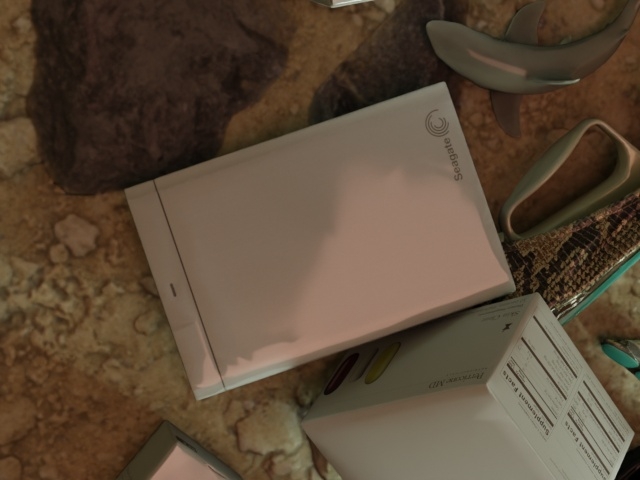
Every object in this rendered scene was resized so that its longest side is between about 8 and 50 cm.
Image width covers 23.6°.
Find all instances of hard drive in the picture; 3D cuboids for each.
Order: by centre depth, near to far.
[{"bbox_3d":[0.000,0.000,1.595,0.353,0.047,0.233,-19,90,-3],"label":"hard drive"}]

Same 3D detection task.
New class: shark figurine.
[{"bbox_3d":[0.270,-0.204,1.637,0.278,0.116,0.166,-23,109,-6],"label":"shark figurine"}]

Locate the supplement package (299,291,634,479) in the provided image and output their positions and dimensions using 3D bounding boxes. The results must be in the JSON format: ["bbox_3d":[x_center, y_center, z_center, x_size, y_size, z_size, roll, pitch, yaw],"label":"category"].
[{"bbox_3d":[0.152,0.197,1.607,0.204,0.262,0.145,53,45,-19],"label":"supplement package"}]

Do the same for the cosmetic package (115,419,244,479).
[{"bbox_3d":[-0.191,0.323,1.657,0.117,0.085,0.231,41,89,-20],"label":"cosmetic package"}]

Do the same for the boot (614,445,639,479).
[{"bbox_3d":[0.350,0.404,1.724,0.131,0.260,0.348,32,93,-19],"label":"boot"}]

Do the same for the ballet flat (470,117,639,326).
[{"bbox_3d":[0.358,-0.068,1.680,0.483,0.164,0.182,-31,92,-4],"label":"ballet flat"}]

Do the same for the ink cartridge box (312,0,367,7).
[{"bbox_3d":[0.097,-0.354,1.507,0.270,0.198,0.197,-13,107,-12],"label":"ink cartridge box"}]

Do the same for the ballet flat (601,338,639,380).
[{"bbox_3d":[0.373,0.140,1.789,0.114,0.041,0.041,40,91,-20],"label":"ballet flat"}]
